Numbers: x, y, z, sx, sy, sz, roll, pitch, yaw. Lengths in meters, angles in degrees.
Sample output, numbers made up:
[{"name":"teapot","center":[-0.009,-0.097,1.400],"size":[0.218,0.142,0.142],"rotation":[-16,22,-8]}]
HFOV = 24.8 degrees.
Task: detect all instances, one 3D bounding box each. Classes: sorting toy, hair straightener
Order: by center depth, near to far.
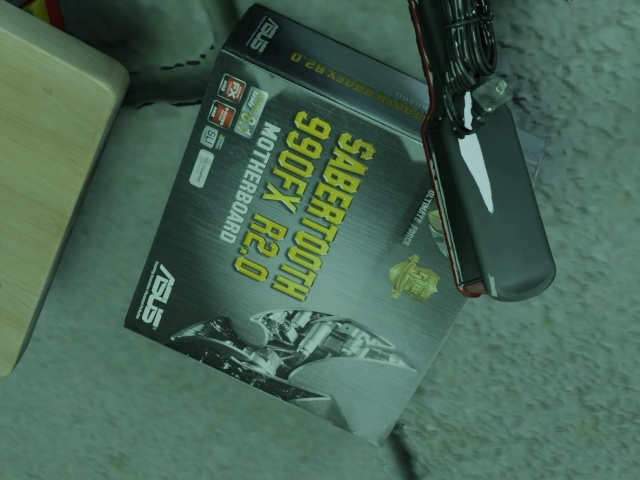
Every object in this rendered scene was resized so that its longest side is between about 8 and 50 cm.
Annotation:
[{"name":"hair straightener","center":[0.079,-0.081,0.709],"size":[0.047,0.089,0.230],"rotation":[-11,96,-16]},{"name":"sorting toy","center":[-0.252,-0.079,0.867],"size":[0.257,0.089,0.255],"rotation":[28,131,-1]}]

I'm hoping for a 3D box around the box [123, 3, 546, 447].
[{"name":"box","center":[0.000,0.000,0.854],"size":[0.183,0.056,0.231],"rotation":[26,131,0]}]
